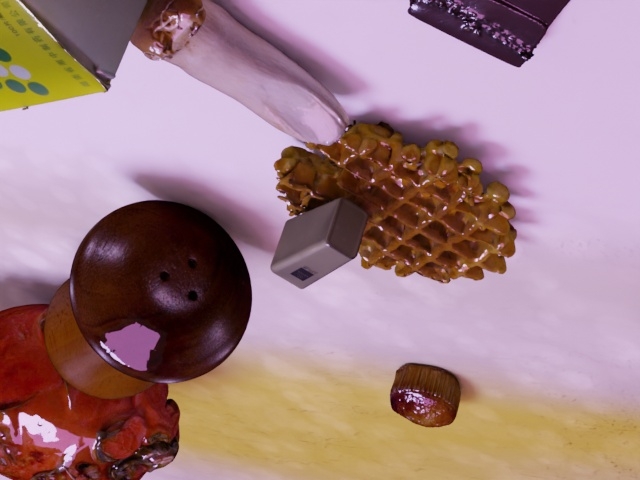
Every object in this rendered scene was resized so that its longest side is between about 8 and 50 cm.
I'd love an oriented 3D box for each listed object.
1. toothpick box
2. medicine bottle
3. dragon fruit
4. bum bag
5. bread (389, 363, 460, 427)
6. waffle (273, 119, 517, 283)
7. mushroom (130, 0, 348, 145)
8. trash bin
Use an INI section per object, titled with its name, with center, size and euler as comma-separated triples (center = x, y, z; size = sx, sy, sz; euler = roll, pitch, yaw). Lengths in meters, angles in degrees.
[toothpick box]
center = -0.191, 0.074, 1.893
size = 0.192, 0.192, 0.294
euler = 27, 157, -12
[medicine bottle]
center = -0.279, -0.203, 1.512
size = 0.250, 0.141, 0.137
euler = -6, 145, 40
[dragon fruit]
center = -0.320, 0.188, 2.131
size = 0.315, 0.250, 0.250
euler = -9, 142, 20
[bum bag]
center = 0.139, -0.195, 1.369
size = 0.109, 0.026, 0.159
euler = 25, 151, -6
[bread]
center = 0.116, 0.180, 2.003
size = 0.085, 0.053, 0.085
euler = 16, 151, 9
[waffle]
center = 0.072, -0.034, 1.665
size = 0.231, 0.051, 0.228
euler = 8, 148, 22
[mushroom]
center = -0.066, -0.152, 1.538
size = 0.209, 0.071, 0.084
euler = 32, 121, -25
[trash bin]
center = 0.000, 0.000, 1.659
size = 0.043, 0.061, 0.092
euler = 31, 149, -21
